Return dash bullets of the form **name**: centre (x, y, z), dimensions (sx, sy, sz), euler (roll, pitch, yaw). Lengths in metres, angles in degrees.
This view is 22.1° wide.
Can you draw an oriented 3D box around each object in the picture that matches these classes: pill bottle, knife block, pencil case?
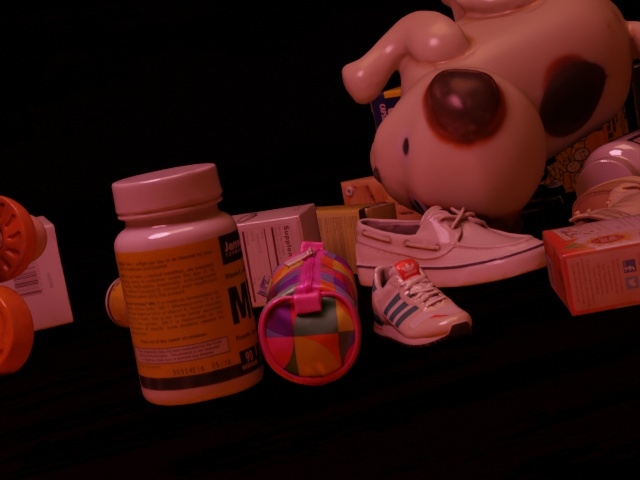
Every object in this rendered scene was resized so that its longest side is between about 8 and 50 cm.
- **pill bottle**: centre (-0.127, 0.039, 1.529), dimensions (0.119, 0.208, 0.119), euler (-10, 8, 1)
- **pill bottle**: centre (-0.197, 0.073, 1.911), dimensions (0.065, 0.065, 0.116), euler (-16, 10, -35)
- **pill bottle**: centre (0.393, -0.079, 2.079), dimensions (0.108, 0.108, 0.193), euler (-6, 9, 30)
- **knife block**: centre (0.202, -0.069, 2.343), dimensions (0.276, 0.088, 0.242), euler (-4, 9, 43)
- **pencil case**: centre (-0.010, 0.067, 1.571), dimensions (0.104, 0.104, 0.236), euler (-10, 10, 0)

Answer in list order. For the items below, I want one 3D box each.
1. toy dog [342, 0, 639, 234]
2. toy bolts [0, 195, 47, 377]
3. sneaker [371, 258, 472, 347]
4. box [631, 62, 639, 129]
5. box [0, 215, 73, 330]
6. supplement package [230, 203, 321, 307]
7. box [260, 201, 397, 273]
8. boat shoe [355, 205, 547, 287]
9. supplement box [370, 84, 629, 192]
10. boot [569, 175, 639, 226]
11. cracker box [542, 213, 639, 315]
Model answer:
- **toy dog**: centre (0.222, -0.153, 2.065), dimensions (0.395, 0.284, 0.408), euler (12, 36, 24)
- **toy bolts**: centre (-0.388, 0.083, 1.879), dimensions (0.228, 0.218, 0.158), euler (-42, -21, 24)
- **sneaker**: centre (0.091, 0.058, 1.597), dimensions (0.057, 0.075, 0.161), euler (-13, 8, -22)
- **box**: centre (0.558, -0.174, 2.275), dimensions (0.233, 0.183, 0.059), euler (-10, 7, 6)
- **box**: centre (-0.384, 0.043, 2.129), dimensions (0.091, 0.130, 0.170), euler (-13, 9, -12)
- **supplement package**: centre (-0.093, 0.024, 1.978), dimensions (0.179, 0.105, 0.105), euler (-8, 7, 11)
- **box**: centre (0.000, 0.000, 2.116), dimensions (0.232, 0.087, 0.058), euler (-4, 8, 45)
- **boat shoe**: centre (0.146, 0.002, 1.886), dimensions (0.096, 0.088, 0.267), euler (-17, 10, -41)
- **supplement box**: centre (0.284, -0.167, 2.538), dimensions (0.357, 0.194, 0.195), euler (-7, 8, 22)
- **boot**: centre (0.327, -0.017, 1.847), dimensions (0.165, 0.077, 0.213), euler (-18, 14, -35)
- **cracker box**: centre (0.348, 0.012, 1.635), dimensions (0.232, 0.067, 0.156), euler (-11, 8, 3)
